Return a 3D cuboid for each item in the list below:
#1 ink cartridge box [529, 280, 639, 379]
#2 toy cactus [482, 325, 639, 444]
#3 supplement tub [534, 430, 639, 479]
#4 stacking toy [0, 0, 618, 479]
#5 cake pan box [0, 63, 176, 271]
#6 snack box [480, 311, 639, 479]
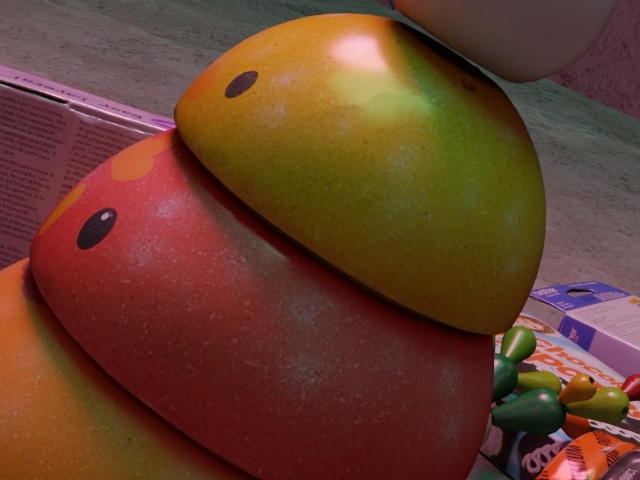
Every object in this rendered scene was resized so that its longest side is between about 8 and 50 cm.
[{"bbox_3d":[0.371,0.130,1.644,0.311,0.065,0.186,29,19,29],"label":"ink cartridge box"},{"bbox_3d":[0.132,0.114,1.248,0.219,0.112,0.180,24,41,21],"label":"toy cactus"},{"bbox_3d":[0.259,0.247,0.848,0.338,0.207,0.207,27,18,29],"label":"supplement tub"},{"bbox_3d":[0.000,0.000,0.846,0.350,0.480,0.350,31,10,-6],"label":"stacking toy"},{"bbox_3d":[-0.224,0.005,1.097,0.267,0.245,0.070,16,16,-1],"label":"cake pan box"},{"bbox_3d":[0.204,0.149,1.400,0.187,0.060,0.322,5,19,-35],"label":"snack box"}]
